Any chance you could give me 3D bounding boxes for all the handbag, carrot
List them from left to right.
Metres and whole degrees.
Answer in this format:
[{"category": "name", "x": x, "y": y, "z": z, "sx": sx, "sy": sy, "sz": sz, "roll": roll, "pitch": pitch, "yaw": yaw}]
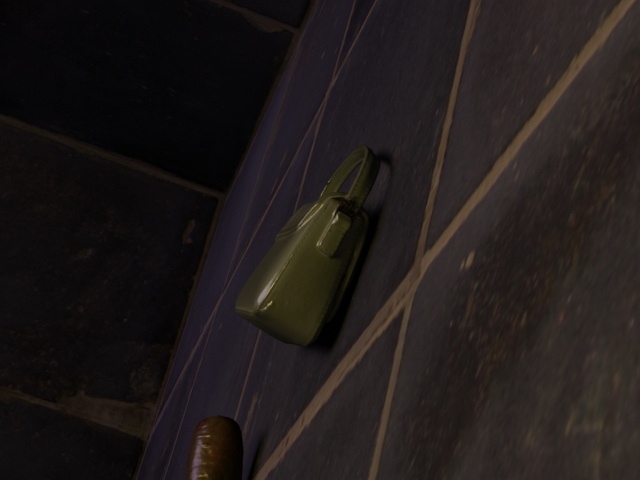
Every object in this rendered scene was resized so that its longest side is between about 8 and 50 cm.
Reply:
[{"category": "carrot", "x": -0.131, "y": 0.350, "z": 1.385, "sx": 0.070, "sy": 0.070, "sz": 0.342, "roll": 123, "pitch": 160, "yaw": -59}, {"category": "handbag", "x": 0.000, "y": 0.000, "z": 1.334, "sx": 0.219, "sy": 0.079, "sz": 0.256, "roll": -60, "pitch": 7, "yaw": -5}]
